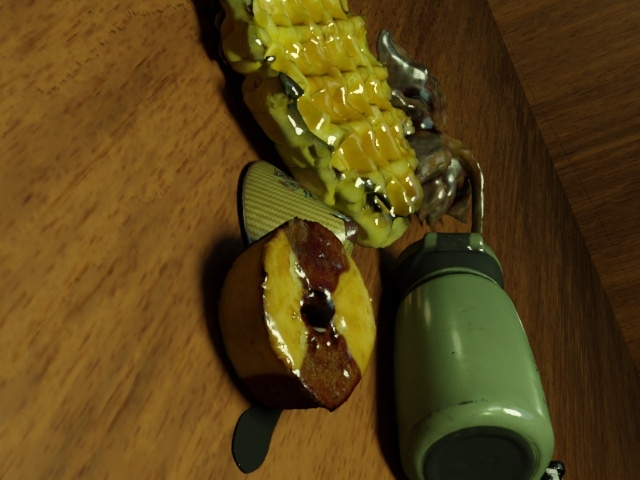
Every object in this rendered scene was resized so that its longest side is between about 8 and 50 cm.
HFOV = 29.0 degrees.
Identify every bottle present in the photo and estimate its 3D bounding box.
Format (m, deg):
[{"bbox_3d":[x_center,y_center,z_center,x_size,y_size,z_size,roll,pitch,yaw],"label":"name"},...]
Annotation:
[{"bbox_3d":[0.160,0.128,1.421,0.168,0.168,0.347,57,18,-35],"label":"bottle"}]

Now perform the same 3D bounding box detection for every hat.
[{"bbox_3d":[0.000,0.000,1.218,0.193,0.082,0.193,-19,90,-72],"label":"hat"}]

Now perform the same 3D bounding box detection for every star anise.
[{"bbox_3d":[0.156,-0.129,1.738,0.292,0.109,0.349,30,45,-55],"label":"star anise"}]

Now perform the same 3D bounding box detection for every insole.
[{"bbox_3d":[-0.051,0.155,1.044,0.045,0.002,0.135,65,20,-16],"label":"insole"}]

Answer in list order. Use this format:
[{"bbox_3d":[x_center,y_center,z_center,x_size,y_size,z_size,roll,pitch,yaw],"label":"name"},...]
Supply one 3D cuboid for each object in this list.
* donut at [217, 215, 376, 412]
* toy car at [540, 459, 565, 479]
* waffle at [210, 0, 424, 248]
[{"bbox_3d":[-0.023,0.067,1.079,0.166,0.073,0.184,58,29,-25],"label":"donut"},{"bbox_3d":[0.338,0.382,1.796,0.170,0.070,0.080,52,27,-48],"label":"toy car"},{"bbox_3d":[-0.007,-0.193,1.374,0.382,0.095,0.379,50,27,-41],"label":"waffle"}]
